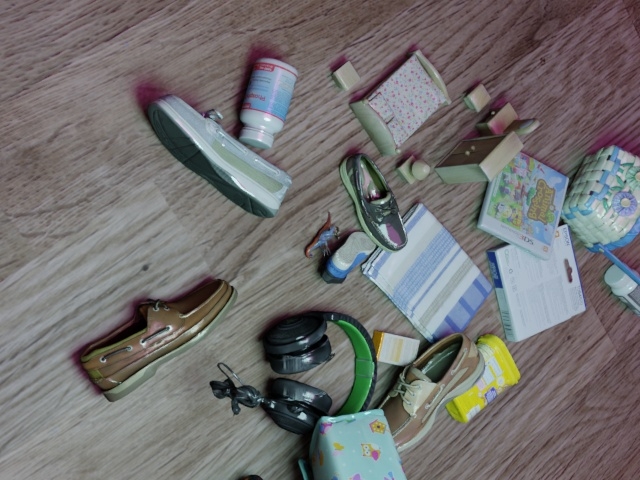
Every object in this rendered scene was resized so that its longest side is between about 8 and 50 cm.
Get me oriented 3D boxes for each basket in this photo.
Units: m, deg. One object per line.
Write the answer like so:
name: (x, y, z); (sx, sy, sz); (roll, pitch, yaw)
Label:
basket: (0.718, -0.061, 2.083); (0.289, 0.201, 0.254); (34, 75, -14)

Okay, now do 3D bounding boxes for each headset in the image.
headset: (-0.029, 0.263, 1.707); (0.394, 0.185, 0.243); (0, 91, -39)

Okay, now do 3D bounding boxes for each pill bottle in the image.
pill bottle: (-0.104, -0.261, 1.712); (0.087, 0.087, 0.160); (19, 82, -27)
pill bottle: (0.760, 0.118, 2.179); (0.137, 0.078, 0.078); (40, 74, -23)

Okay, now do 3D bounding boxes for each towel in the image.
towel: (0.235, 0.082, 1.928); (0.285, 0.034, 0.209); (47, 71, -21)

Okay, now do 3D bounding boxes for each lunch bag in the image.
lunch bag: (0.058, 0.478, 1.683); (0.160, 0.262, 0.223); (-3, 51, -19)

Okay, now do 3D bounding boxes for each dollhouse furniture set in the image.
dollhouse furniture set: (0.255, -0.299, 1.852); (0.303, 0.174, 0.355); (-44, 110, -20)

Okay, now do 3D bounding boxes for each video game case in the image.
video game case: (0.460, -0.087, 2.017); (0.193, 0.023, 0.212); (25, 70, -18)

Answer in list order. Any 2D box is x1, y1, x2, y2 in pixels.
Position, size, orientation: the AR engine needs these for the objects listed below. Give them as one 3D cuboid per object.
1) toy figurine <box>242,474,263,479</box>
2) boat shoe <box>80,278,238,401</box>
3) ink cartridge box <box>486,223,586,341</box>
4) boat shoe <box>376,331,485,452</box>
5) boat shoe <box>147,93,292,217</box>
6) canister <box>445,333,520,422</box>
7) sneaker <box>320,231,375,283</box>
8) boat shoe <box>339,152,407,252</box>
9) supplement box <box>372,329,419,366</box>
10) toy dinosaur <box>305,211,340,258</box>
toy figurine: (-0.107, 0.553, 1.657); (0.148, 0.209, 0.213); (-34, 106, -11)
boat shoe: (-0.287, 0.156, 1.610); (0.307, 0.111, 0.104); (-40, 109, -21)
ink cartridge box: (0.500, 0.094, 2.060); (0.224, 0.045, 0.223); (-18, 99, -27)
boat shoe: (0.198, 0.308, 1.843); (0.324, 0.123, 0.116); (-42, 130, -17)
boat shoe: (-0.184, -0.168, 1.662); (0.320, 0.118, 0.103); (40, 67, -27)
canister: (0.343, 0.305, 1.967); (0.170, 0.073, 0.126); (-35, 106, -21)
sneaker: (0.051, 0.039, 1.823); (0.058, 0.084, 0.152); (44, 35, 4)
boat shoe: (0.115, -0.077, 1.823); (0.080, 0.073, 0.223); (-30, 94, -21)
supplement box: (0.156, 0.230, 1.886); (0.099, 0.036, 0.062); (16, 84, -27)
toy dinosaur: (0.000, 0.000, 1.812); (0.082, 0.047, 0.090); (-20, 67, -17)
